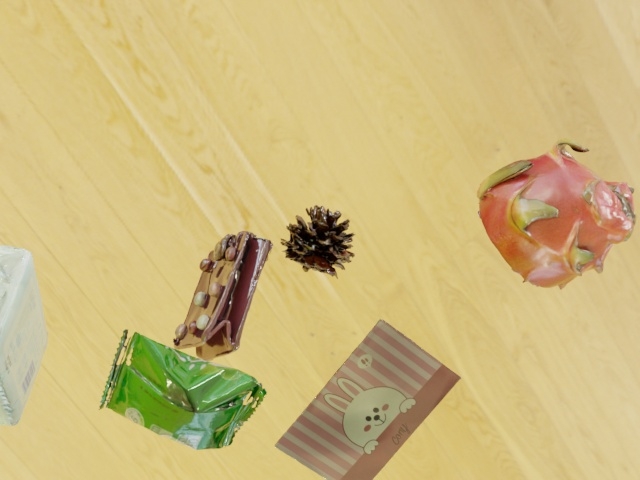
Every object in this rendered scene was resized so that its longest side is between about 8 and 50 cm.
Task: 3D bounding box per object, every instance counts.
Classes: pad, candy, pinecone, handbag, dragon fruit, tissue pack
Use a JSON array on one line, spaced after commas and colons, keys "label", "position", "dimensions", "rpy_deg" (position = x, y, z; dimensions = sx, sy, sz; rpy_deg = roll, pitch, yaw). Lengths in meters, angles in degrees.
[{"label": "pad", "position": [0.085, 0.304, 1.411], "dimensions": [0.202, 0.005, 0.300], "rpy_deg": [37, 98, -19]}, {"label": "candy", "position": [-0.185, 0.207, 1.054], "dimensions": [0.203, 0.078, 0.141], "rpy_deg": [21, 106, -11]}, {"label": "pinecone", "position": [0.000, 0.001, 1.404], "dimensions": [0.140, 0.140, 0.121], "rpy_deg": [20, 96, -25]}, {"label": "handbag", "position": [-0.171, 0.092, 1.356], "dimensions": [0.074, 0.203, 0.216], "rpy_deg": [23, 70, -20]}, {"label": "dragon fruit", "position": [0.496, -0.064, 1.622], "dimensions": [0.305, 0.226, 0.305], "rpy_deg": [23, 49, -30]}, {"label": "tissue pack", "position": [-0.486, 0.149, 1.206], "dimensions": [0.089, 0.263, 0.177], "rpy_deg": [10, 54, -4]}]
